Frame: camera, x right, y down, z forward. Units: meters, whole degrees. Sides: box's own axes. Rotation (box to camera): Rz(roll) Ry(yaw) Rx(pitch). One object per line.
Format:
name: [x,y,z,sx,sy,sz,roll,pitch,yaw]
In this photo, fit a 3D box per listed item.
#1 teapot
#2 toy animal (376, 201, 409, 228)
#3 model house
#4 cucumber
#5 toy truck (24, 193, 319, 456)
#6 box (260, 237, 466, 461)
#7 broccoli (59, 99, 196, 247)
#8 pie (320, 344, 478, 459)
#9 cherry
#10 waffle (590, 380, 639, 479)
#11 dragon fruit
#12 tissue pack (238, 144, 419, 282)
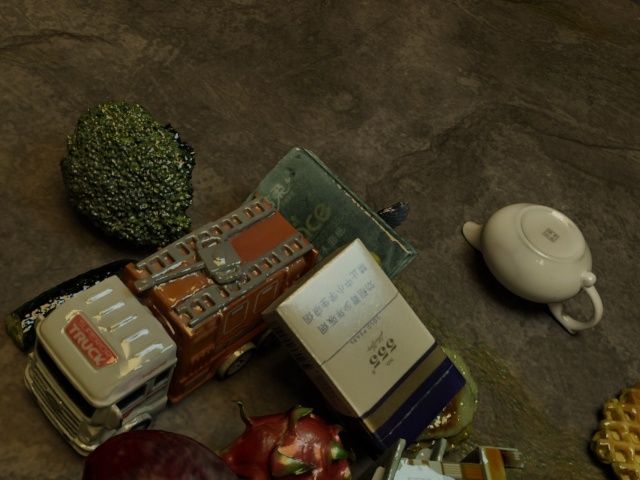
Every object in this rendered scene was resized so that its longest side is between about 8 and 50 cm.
teapot: [0.393,0.036,1.302,0.204,0.139,0.298,-22,61,-37]
toy animal: [0.050,-0.007,1.216,0.220,0.108,0.062,-20,59,1]
model house: [0.128,0.361,0.864,0.215,0.224,0.198,8,51,-18]
cucumber: [-0.339,0.078,1.017,0.215,0.052,0.058,-33,90,-39]
toy truck: [-0.186,0.098,0.958,0.173,0.207,0.388,44,50,15]
box: [0.063,0.147,0.965,0.168,0.071,0.259,-39,96,-28]
broccoli: [-0.286,-0.097,1.106,0.226,0.198,0.176,39,5,-26]
pie: [0.121,0.223,1.064,0.248,0.090,0.201,8,53,-14]
cherry: [-0.174,0.335,0.779,0.300,0.203,0.230,38,45,-9]
waffle: [0.563,0.355,1.168,0.245,0.052,0.254,-28,66,-38]
dragon fruit: [-0.073,0.278,0.919,0.236,0.135,0.137,5,55,4]
tissue pack: [0.000,0.000,1.138,0.257,0.185,0.081,44,10,15]
